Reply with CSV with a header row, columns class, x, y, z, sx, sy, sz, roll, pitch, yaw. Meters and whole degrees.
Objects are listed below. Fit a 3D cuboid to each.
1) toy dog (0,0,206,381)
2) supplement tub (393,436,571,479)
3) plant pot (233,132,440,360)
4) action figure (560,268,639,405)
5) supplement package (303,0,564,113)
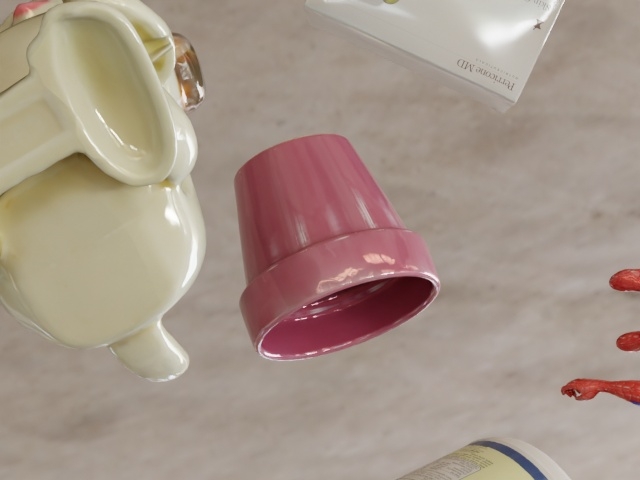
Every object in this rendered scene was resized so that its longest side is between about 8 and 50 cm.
class,x,y,z,sx,sy,sz,roll,pitch,yaw
toy dog,-0.214,-0.100,1.634,0.284,0.408,0.395,-38,112,12
supplement tub,0.112,0.365,1.862,0.325,0.235,0.235,-21,162,-31
plant pot,0.000,0.000,1.786,0.201,0.180,0.201,-17,159,-7
action figure,0.228,0.125,1.345,0.139,0.280,0.091,-12,114,3
supplement package,0.128,-0.267,2.027,0.262,0.145,0.204,24,-179,1
